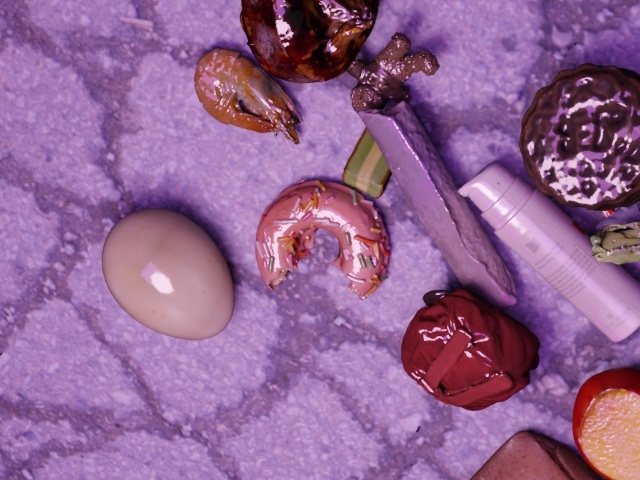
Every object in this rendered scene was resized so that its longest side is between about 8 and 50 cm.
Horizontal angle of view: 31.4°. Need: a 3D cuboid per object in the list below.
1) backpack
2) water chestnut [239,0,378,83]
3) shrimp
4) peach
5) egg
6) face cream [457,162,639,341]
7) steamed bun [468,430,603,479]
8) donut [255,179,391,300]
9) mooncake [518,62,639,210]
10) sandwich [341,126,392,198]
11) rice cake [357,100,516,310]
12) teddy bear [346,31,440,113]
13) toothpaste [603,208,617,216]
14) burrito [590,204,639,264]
[{"bbox_3d":[0.231,0.187,1.838,0.229,0.138,0.229,16,139,14],"label":"backpack"},{"bbox_3d":[-0.010,-0.355,1.733,0.238,0.224,0.223,9,109,49],"label":"water chestnut"},{"bbox_3d":[-0.118,-0.227,1.880,0.217,0.051,0.115,39,115,1],"label":"shrimp"},{"bbox_3d":[0.490,0.292,1.781,0.190,0.192,0.190,-17,64,39],"label":"peach"},{"bbox_3d":[-0.251,0.060,1.910,0.254,0.188,0.188,43,109,-7],"label":"egg"},{"bbox_3d":[0.370,0.010,1.794,0.345,0.102,0.102,44,109,0],"label":"face cream"},{"bbox_3d":[0.365,0.487,1.861,0.251,0.199,0.301,-43,90,19],"label":"steamed bun"},{"bbox_3d":[0.000,0.000,1.890,0.233,0.085,0.199,4,103,11],"label":"donut"},{"bbox_3d":[0.414,-0.153,1.713,0.228,0.124,0.228,5,100,29],"label":"mooncake"},{"bbox_3d":[0.092,-0.140,1.873,0.074,0.074,0.116,26,76,7],"label":"sandwich"},{"bbox_3d":[0.196,-0.055,1.817,0.070,0.064,0.399,-21,106,47],"label":"rice cake"},{"bbox_3d":[0.107,-0.267,1.807,0.119,0.078,0.160,32,128,-19],"label":"teddy bear"},{"bbox_3d":[0.499,-0.121,1.762,0.193,0.045,0.071,-40,83,24],"label":"toothpaste"},{"bbox_3d":[0.551,-0.025,1.749,0.288,0.104,0.054,-11,143,2],"label":"burrito"}]
